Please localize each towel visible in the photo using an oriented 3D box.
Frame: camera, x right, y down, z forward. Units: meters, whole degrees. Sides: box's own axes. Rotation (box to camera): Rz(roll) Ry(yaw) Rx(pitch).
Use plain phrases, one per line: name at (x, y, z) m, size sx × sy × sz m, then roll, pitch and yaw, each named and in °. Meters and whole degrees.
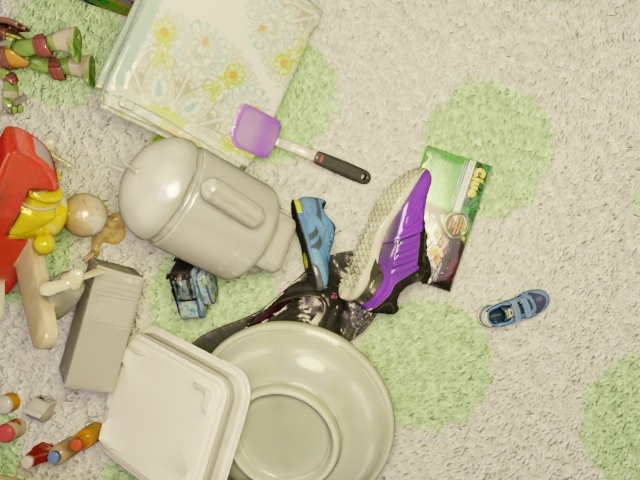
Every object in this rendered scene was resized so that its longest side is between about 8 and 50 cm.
towel at (-0.206, -0.352, 1.342) m, size 0.320 × 0.090 × 0.375 m, roll 26°, pitch 88°, yaw -31°

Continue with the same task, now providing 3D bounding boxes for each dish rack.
dish rack at (-0.297, 0.334, 1.350) m, size 0.332 × 0.072 × 0.286 m, roll 18°, pitch 93°, yaw 38°

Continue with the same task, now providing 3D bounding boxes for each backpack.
backpack at (-0.247, 0.096, 1.407) m, size 0.084 × 0.105 × 0.114 m, roll -5°, pitch 112°, yaw 2°

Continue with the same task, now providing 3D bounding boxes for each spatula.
spatula at (-0.033, -0.171, 1.386) m, size 0.296 × 0.030 × 0.084 m, roll 22°, pitch 91°, yaw -14°

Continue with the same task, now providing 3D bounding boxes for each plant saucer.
plant saucer at (-0.062, 0.353, 1.343) m, size 0.400 × 0.100 × 0.401 m, roll 3°, pitch 106°, yaw 9°

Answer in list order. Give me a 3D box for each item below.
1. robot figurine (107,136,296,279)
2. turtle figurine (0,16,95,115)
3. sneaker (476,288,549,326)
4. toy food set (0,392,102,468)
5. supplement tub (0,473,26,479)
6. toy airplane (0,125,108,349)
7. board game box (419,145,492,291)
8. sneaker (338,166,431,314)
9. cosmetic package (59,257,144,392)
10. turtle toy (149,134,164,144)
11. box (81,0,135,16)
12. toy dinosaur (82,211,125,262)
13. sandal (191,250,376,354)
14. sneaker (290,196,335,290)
robot figurine at (-0.218, -0.058, 1.313) m, size 0.353 × 0.300 × 0.200 m, roll 29°, pitch 68°, yaw -28°
turtle figurine at (-0.597, -0.323, 1.400) m, size 0.266 × 0.275 × 0.198 m, roll -3°, pitch 124°, yaw 1°
sneaker at (0.375, 0.135, 1.378) m, size 0.144 × 0.059 × 0.053 m, roll -21°, pitch 86°, yaw 4°
toy food set at (-0.567, 0.388, 1.435) m, size 0.232 × 0.104 × 0.111 m, roll 22°, pitch 92°, yaw 5°
supplement tub at (-0.546, 0.594, 1.365) m, size 0.331 × 0.241 × 0.241 m, roll 11°, pitch 91°, yaw 5°
toy airplane at (-0.541, -0.017, 1.348) m, size 0.272 × 0.384 × 0.386 m, roll -9°, pitch 99°, yaw -25°
board game box at (0.232, -0.043, 1.407) m, size 0.136 × 0.030 × 0.260 m, roll 19°, pitch 91°, yaw 7°
sneaker at (0.157, 0.009, 1.357) m, size 0.146 × 0.102 × 0.293 m, roll 30°, pitch 82°, yaw -16°
cosmetic package at (-0.431, 0.165, 1.402) m, size 0.107 × 0.127 × 0.238 m, roll 18°, pitch 88°, yaw -26°
turtle toy at (-0.276, -0.181, 1.431) m, size 0.130 × 0.066 × 0.095 m, roll 8°, pitch 90°, yaw 5°
box at (-0.434, -0.561, 1.334) m, size 0.279 × 0.290 × 0.177 m, roll 19°, pitch 91°, yaw 6°
toy dinosaur at (-0.433, -0.038, 1.461) m, size 0.183 × 0.053 × 0.092 m, roll -44°, pitch 101°, yaw 11°
sandal at (-0.062, 0.175, 1.391) m, size 0.445 × 0.107 × 0.168 m, roll -32°, pitch 88°, yaw 3°
sneaker at (0.000, 0.000, 1.372) m, size 0.082 × 0.069 × 0.209 m, roll -5°, pitch 55°, yaw -14°
